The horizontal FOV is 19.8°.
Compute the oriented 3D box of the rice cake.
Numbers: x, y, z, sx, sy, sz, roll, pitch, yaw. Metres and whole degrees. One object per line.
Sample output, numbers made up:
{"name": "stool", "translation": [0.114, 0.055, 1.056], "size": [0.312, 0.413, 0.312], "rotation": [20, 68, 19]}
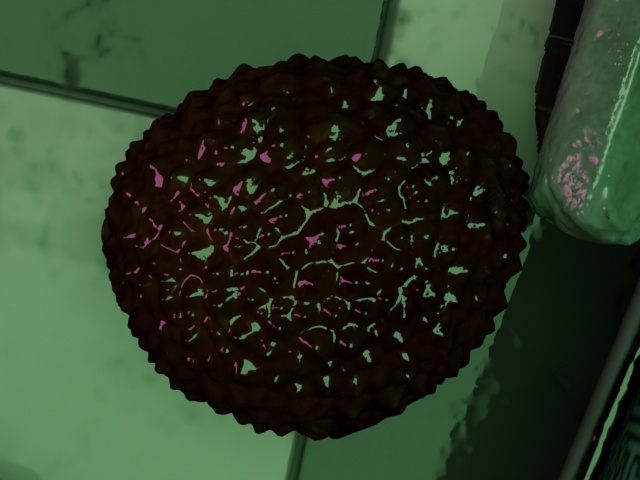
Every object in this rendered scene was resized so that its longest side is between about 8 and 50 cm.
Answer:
{"name": "rice cake", "translation": [0.105, -0.099, 0.527], "size": [0.033, 0.033, 0.208], "rotation": [14, 96, -39]}

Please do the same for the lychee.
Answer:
{"name": "lychee", "translation": [0.001, -0.002, 0.564], "size": [0.129, 0.123, 0.123], "rotation": [-37, 93, 6]}

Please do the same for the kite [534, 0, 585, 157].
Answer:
{"name": "kite", "translation": [0.152, -0.176, 0.557], "size": [0.204, 0.022, 0.360], "rotation": [5, 112, -21]}

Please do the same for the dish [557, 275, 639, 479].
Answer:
{"name": "dish", "translation": [0.156, 0.055, 0.584], "size": [0.182, 0.080, 0.243], "rotation": [22, 89, -19]}
